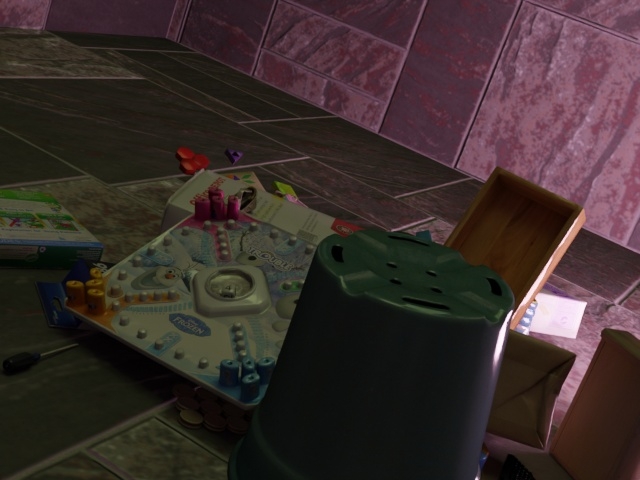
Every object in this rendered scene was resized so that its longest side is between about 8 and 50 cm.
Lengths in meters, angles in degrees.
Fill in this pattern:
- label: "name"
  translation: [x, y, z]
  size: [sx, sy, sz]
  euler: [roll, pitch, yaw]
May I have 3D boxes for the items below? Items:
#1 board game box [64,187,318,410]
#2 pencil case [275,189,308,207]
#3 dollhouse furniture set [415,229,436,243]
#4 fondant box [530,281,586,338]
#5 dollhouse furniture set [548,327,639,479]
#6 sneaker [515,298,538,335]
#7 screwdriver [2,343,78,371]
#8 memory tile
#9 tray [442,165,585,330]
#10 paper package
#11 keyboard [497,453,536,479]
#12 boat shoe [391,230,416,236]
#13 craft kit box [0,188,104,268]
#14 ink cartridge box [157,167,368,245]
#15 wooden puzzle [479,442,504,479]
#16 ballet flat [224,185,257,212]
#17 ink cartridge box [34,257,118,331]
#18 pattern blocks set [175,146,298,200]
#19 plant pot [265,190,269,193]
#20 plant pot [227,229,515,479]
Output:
- label: "board game box"
  translation: [-0.146, 0.071, 1.672]
  size: [0.390, 0.050, 0.390]
  euler: [24, 40, 26]
- label: "pencil case"
  translation: [0.000, 0.000, 2.272]
  size: [0.284, 0.124, 0.124]
  euler: [29, 17, -4]
- label: "dollhouse furniture set"
  translation: [0.189, 0.040, 2.250]
  size: [0.129, 0.129, 0.183]
  euler: [-11, 42, 2]
- label: "fondant box"
  translation: [0.421, 0.117, 2.401]
  size: [0.238, 0.096, 0.330]
  euler: [11, 12, -27]
- label: "dollhouse furniture set"
  translation: [0.646, 0.328, 1.836]
  size: [0.394, 0.256, 0.362]
  euler: [10, 21, -28]
- label: "sneaker"
  translation: [0.303, 0.122, 2.149]
  size: [0.319, 0.208, 0.127]
  euler: [18, 19, -4]
- label: "screwdriver"
  translation: [-0.415, 0.168, 1.543]
  size: [0.024, 0.025, 0.170]
  euler: [26, 20, 19]
- label: "memory tile"
  translation: [-0.152, 0.261, 1.572]
  size: [0.148, 0.012, 0.113]
  euler: [13, 19, -23]
- label: "tray"
  translation: [0.334, 0.069, 2.055]
  size: [0.203, 0.411, 0.076]
  euler: [30, -11, 27]
- label: "paper package"
  translation: [0.217, 0.205, 1.722]
  size: [0.310, 0.168, 0.325]
  euler: [19, -4, -8]
- label: "keyboard"
  translation: [0.316, 0.395, 1.574]
  size: [0.100, 0.038, 0.192]
  euler: [50, 24, 1]
- label: "boat shoe"
  translation: [0.218, 0.068, 2.378]
  size: [0.095, 0.112, 0.335]
  euler: [12, 22, -38]
- label: "craft kit box"
  translation: [-0.569, -0.025, 1.902]
  size: [0.250, 0.061, 0.247]
  euler: [3, 27, -42]
- label: "ink cartridge box"
  translation: [-0.114, 0.018, 2.078]
  size: [0.385, 0.160, 0.279]
  euler: [21, 20, 3]
- label: "wooden puzzle"
  translation: [0.120, 0.329, 1.555]
  size: [0.322, 0.080, 0.348]
  euler: [23, 18, 11]
- label: "ballet flat"
  translation: [-0.165, -0.070, 1.946]
  size: [0.057, 0.052, 0.168]
  euler: [23, 21, 10]
- label: "ink cartridge box"
  translation: [-0.313, 0.105, 1.779]
  size: [0.333, 0.065, 0.165]
  euler: [9, 22, -29]
- label: "pattern blocks set"
  translation: [-0.179, -0.093, 2.376]
  size: [0.285, 0.026, 0.324]
  euler: [0, 48, -32]
- label: "plant pot"
  translation: [-0.156, -0.082, 2.474]
  size: [0.083, 0.081, 0.081]
  euler: [28, 19, 10]
- label: "plant pot"
  translation: [0.079, 0.184, 1.310]
  size: [0.341, 0.334, 0.341]
  euler: [12, 20, -4]
